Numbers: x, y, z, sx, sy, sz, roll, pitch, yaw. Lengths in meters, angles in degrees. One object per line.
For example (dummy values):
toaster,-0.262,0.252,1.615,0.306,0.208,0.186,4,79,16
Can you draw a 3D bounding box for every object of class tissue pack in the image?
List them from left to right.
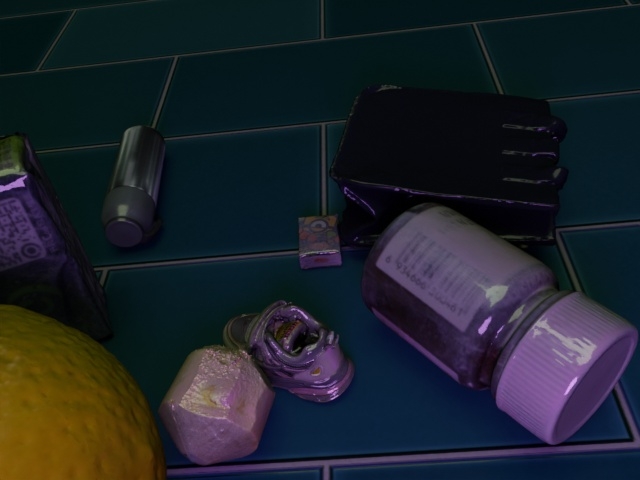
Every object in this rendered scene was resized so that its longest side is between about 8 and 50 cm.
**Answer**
tissue pack,-0.492,0.063,0.768,0.394,0.288,0.124,-21,42,-11
tissue pack,0.000,0.000,0.931,0.063,0.035,0.083,-5,43,2

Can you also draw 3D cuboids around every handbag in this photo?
handbag,0.195,-0.110,0.947,0.329,0.122,0.303,5,39,12

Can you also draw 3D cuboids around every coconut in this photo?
coconut,-0.116,0.187,0.702,0.116,0.116,0.122,4,44,14

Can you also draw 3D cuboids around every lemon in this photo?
lemon,-0.298,0.215,0.563,0.336,0.336,0.336,-5,44,5

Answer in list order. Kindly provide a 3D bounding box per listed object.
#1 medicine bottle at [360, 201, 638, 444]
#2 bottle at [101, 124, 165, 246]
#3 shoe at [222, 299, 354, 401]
medicine bottle,0.189,0.084,0.720,0.165,0.165,0.273,-34,50,-24
bottle,-0.299,-0.092,1.052,0.096,0.079,0.254,22,36,-23
shoe,-0.048,0.125,0.767,0.180,0.092,0.089,17,50,25
